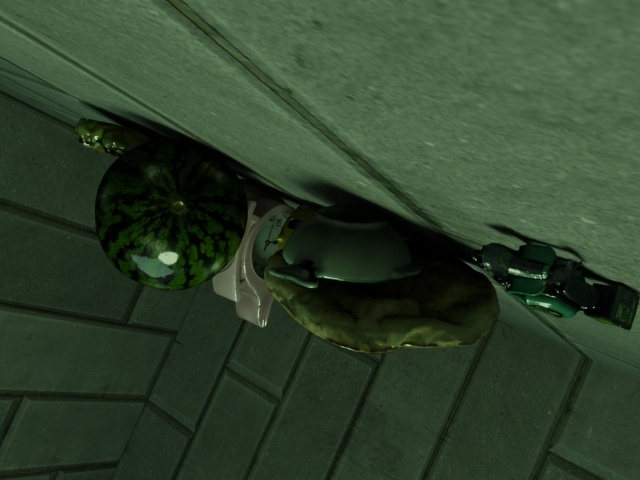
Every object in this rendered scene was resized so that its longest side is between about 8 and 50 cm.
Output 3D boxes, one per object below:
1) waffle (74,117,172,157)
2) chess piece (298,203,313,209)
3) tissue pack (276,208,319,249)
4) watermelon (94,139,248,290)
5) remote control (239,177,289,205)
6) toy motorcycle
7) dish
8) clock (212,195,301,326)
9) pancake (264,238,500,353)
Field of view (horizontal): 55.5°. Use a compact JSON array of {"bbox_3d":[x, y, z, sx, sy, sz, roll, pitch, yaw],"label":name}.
[{"bbox_3d":[-0.391,-0.205,1.380,0.317,0.073,0.297,18,-176,-4],"label":"waffle"},{"bbox_3d":[-0.007,-0.052,1.364,0.092,0.035,0.035,22,180,-44],"label":"chess piece"},{"bbox_3d":[0.000,0.000,1.251,0.178,0.123,0.127,12,161,42],"label":"tissue pack"},{"bbox_3d":[-0.277,-0.049,1.147,0.285,0.285,0.285,24,178,1],"label":"watermelon"},{"bbox_3d":[-0.157,-0.105,1.393,0.230,0.049,0.090,26,-163,-52],"label":"remote control"},{"bbox_3d":[0.237,0.042,0.625,0.173,0.058,0.100,24,171,-29],"label":"toy motorcycle"},{"bbox_3d":[0.034,-0.002,0.891,0.224,0.078,0.246,16,-161,33],"label":"dish"},{"bbox_3d":[-0.117,0.048,1.375,0.080,0.291,0.275,21,-168,37],"label":"clock"},{"bbox_3d":[0.094,0.066,0.963,0.386,0.082,0.387,4,-161,-1],"label":"pancake"}]
